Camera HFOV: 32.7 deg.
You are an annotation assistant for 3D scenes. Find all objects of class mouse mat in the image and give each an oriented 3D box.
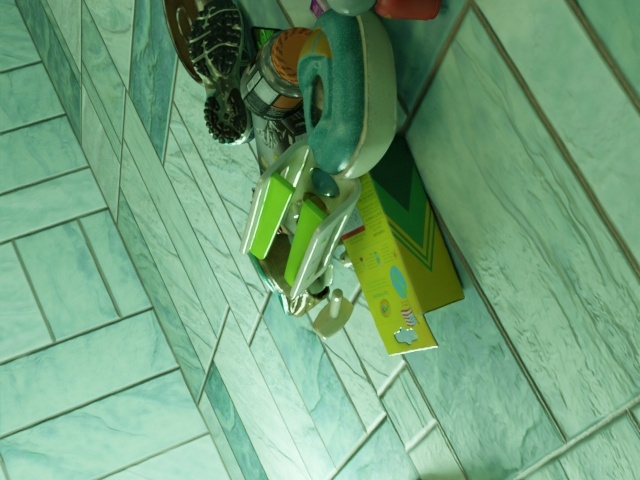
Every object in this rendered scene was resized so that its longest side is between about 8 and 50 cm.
[{"bbox_3d":[-0.078,-0.295,1.988,0.153,0.007,0.189,26,132,62],"label":"mouse mat"}]

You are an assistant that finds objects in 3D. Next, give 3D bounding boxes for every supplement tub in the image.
[{"bbox_3d":[-0.057,-0.275,1.794,0.117,0.117,0.190,68,159,3],"label":"supplement tub"}]

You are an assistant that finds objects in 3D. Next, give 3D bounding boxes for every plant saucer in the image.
[{"bbox_3d":[-0.260,-0.447,2.247,0.310,0.050,0.310,51,153,39],"label":"plant saucer"}]

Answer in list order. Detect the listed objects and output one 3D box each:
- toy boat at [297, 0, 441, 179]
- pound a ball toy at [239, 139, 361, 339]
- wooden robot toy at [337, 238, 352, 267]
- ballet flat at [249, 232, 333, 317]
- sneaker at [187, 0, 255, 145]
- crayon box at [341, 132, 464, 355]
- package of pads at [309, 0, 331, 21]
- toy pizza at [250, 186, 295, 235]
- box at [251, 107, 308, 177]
[{"bbox_3d":[0.040,-0.251,1.479,0.318,0.148,0.267,121,149,-55],"label":"toy boat"},{"bbox_3d":[0.000,0.000,1.705,0.208,0.136,0.319,40,155,10],"label":"pound a ball toy"},{"bbox_3d":[0.056,-0.013,1.829,0.079,0.076,0.173,-40,71,57],"label":"wooden robot toy"},{"bbox_3d":[-0.040,0.054,1.974,0.342,0.124,0.116,66,-179,-67],"label":"ballet flat"},{"bbox_3d":[-0.175,-0.315,2.068,0.122,0.110,0.283,5,-100,-72],"label":"sneaker"},{"bbox_3d":[0.113,0.013,1.686,0.318,0.081,0.202,70,160,2],"label":"crayon box"},{"bbox_3d":[0.016,-0.344,1.668,0.083,0.032,0.050,59,154,25],"label":"package of pads"},{"bbox_3d":[-0.081,-0.017,2.128,0.201,0.032,0.201,53,172,11],"label":"toy pizza"},{"bbox_3d":[-0.056,-0.147,1.987,0.183,0.056,0.231,46,151,45],"label":"box"}]
